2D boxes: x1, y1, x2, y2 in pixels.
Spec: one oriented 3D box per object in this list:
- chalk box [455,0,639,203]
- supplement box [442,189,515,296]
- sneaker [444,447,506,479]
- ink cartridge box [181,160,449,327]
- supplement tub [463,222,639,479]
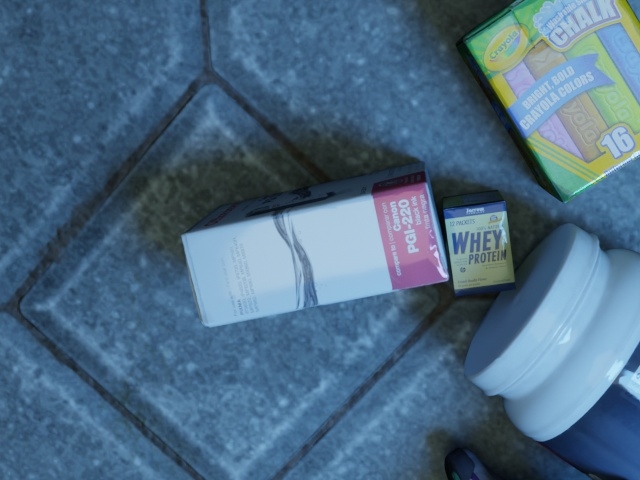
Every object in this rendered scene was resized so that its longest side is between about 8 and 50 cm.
[{"bbox_3d":[0.204,-0.160,0.812,0.132,0.132,0.213,-33,94,11],"label":"chalk box"},{"bbox_3d":[0.147,0.001,0.870,0.056,0.083,0.083,-8,99,8],"label":"supplement box"},{"bbox_3d":[0.213,0.281,0.927,0.098,0.083,0.224,-35,100,-9],"label":"sneaker"},{"bbox_3d":[0.000,0.000,0.848,0.217,0.158,0.092,-13,100,8],"label":"ink cartridge box"},{"bbox_3d":[0.285,0.128,0.821,0.272,0.191,0.191,34,102,0],"label":"supplement tub"}]
